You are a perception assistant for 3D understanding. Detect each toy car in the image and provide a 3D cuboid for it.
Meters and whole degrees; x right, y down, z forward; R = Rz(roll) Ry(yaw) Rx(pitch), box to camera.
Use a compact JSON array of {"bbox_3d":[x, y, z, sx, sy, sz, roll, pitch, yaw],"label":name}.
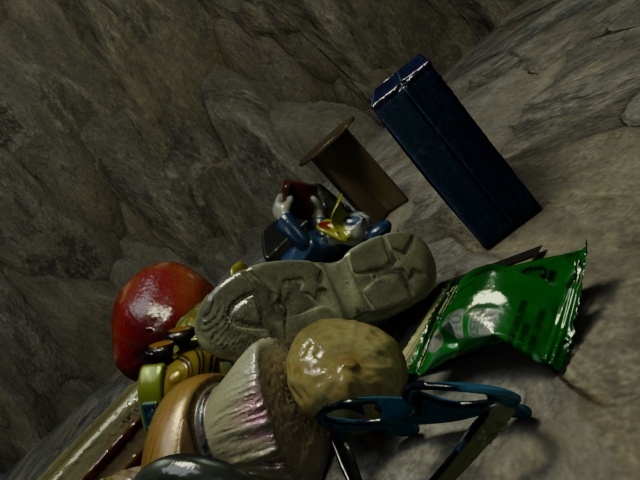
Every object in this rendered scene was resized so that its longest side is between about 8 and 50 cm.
[{"bbox_3d":[-0.198,0.249,1.198,0.143,0.200,0.248,-9,9,13],"label":"toy car"}]

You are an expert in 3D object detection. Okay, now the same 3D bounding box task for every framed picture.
[{"bbox_3d":[0.171,0.093,0.883,0.199,0.010,0.195,-49,12,-36],"label":"framed picture"}]

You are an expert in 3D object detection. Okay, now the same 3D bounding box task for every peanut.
[{"bbox_3d":[0.031,0.150,0.807,0.159,0.141,0.109,-69,-14,-72],"label":"peanut"}]

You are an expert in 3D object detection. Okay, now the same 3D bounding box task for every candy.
[{"bbox_3d":[0.178,0.069,0.736,0.141,0.078,0.203,-42,12,-35],"label":"candy"},{"bbox_3d":[-0.408,0.418,1.380,0.320,0.135,0.179,-45,9,-22],"label":"candy"}]

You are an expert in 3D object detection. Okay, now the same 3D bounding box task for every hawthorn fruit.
[{"bbox_3d":[-0.371,0.218,1.688,0.285,0.284,0.369,-39,14,18],"label":"hawthorn fruit"}]

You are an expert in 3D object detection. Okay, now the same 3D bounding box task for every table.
[{"bbox_3d":[0.085,-0.146,1.638,0.167,0.226,0.167,-40,11,9],"label":"table"}]

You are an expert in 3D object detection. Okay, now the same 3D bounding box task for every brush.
[{"bbox_3d":[-0.097,0.255,0.811,0.166,0.174,0.266,-27,28,28],"label":"brush"}]

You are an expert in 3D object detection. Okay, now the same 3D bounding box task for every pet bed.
[{"bbox_3d":[-0.017,-0.004,1.679,0.211,0.159,0.183,-44,24,11],"label":"pet bed"}]

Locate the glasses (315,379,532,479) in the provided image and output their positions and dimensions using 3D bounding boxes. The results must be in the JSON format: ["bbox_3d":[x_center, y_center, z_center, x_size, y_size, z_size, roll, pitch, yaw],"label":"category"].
[{"bbox_3d":[0.055,0.196,0.605,0.239,0.102,0.207,-30,15,48],"label":"glasses"}]

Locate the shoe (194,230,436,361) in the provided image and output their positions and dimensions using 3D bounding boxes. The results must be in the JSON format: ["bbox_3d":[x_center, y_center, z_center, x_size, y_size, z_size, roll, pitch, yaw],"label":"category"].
[{"bbox_3d":[-0.014,0.106,1.020,0.342,0.132,0.210,-16,-18,-20],"label":"shoe"}]

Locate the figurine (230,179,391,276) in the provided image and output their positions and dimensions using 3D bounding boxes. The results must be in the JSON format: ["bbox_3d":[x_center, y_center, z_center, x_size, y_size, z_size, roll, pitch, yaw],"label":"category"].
[{"bbox_3d":[0.000,0.000,1.472,0.338,0.283,0.205,-16,-20,29],"label":"figurine"}]

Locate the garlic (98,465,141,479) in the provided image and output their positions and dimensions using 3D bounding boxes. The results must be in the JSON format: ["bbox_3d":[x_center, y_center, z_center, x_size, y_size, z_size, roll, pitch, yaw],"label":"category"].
[{"bbox_3d":[-0.248,0.372,0.883,0.245,0.160,0.245,-16,-16,-5],"label":"garlic"}]

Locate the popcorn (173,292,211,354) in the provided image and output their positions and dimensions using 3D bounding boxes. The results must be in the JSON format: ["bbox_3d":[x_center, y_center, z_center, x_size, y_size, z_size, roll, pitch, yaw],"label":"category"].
[{"bbox_3d":[-0.202,0.201,1.430,0.187,0.167,0.185,-35,12,21],"label":"popcorn"}]

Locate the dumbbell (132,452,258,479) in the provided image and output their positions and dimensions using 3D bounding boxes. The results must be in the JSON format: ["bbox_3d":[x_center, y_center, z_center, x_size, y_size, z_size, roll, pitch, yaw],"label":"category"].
[{"bbox_3d":[-0.144,0.336,0.544,0.179,0.179,0.406,-36,11,33],"label":"dumbbell"}]

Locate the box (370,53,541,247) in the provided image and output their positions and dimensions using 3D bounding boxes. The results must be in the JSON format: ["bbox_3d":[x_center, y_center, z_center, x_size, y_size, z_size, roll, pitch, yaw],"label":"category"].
[{"bbox_3d":[0.197,-0.150,1.099,0.116,0.261,0.279,-37,10,13],"label":"box"}]
